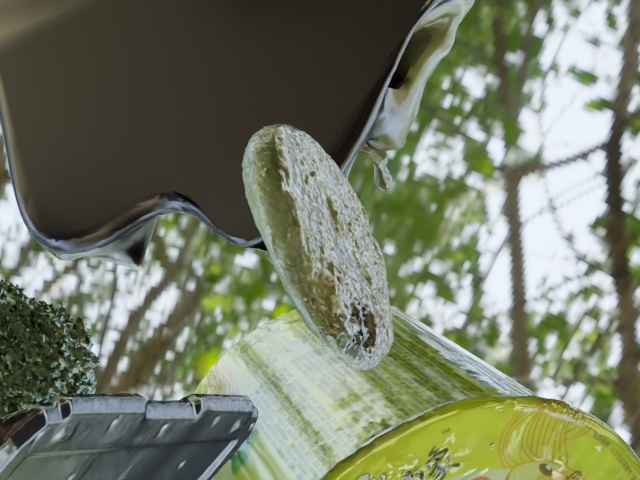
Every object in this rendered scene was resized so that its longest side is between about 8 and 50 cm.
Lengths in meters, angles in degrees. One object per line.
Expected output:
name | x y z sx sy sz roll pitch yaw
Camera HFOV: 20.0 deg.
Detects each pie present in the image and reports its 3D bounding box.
pie | 0.000 0.000 0.563 0.017 0.085 0.085 -24 -130 16

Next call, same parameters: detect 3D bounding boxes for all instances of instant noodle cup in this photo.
instant noodle cup | 0.044 0.192 1.217 0.311 0.311 0.221 -7 -154 -22

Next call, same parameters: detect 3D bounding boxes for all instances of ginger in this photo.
ginger | -0.021 -0.172 1.165 0.358 0.211 0.413 7 -95 29

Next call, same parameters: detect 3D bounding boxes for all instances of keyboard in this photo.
keyboard | -0.082 0.089 0.585 0.016 0.262 0.106 40 -86 12

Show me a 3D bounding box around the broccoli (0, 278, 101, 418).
broccoli | -0.183 0.097 0.886 0.195 0.195 0.156 50 -161 24
